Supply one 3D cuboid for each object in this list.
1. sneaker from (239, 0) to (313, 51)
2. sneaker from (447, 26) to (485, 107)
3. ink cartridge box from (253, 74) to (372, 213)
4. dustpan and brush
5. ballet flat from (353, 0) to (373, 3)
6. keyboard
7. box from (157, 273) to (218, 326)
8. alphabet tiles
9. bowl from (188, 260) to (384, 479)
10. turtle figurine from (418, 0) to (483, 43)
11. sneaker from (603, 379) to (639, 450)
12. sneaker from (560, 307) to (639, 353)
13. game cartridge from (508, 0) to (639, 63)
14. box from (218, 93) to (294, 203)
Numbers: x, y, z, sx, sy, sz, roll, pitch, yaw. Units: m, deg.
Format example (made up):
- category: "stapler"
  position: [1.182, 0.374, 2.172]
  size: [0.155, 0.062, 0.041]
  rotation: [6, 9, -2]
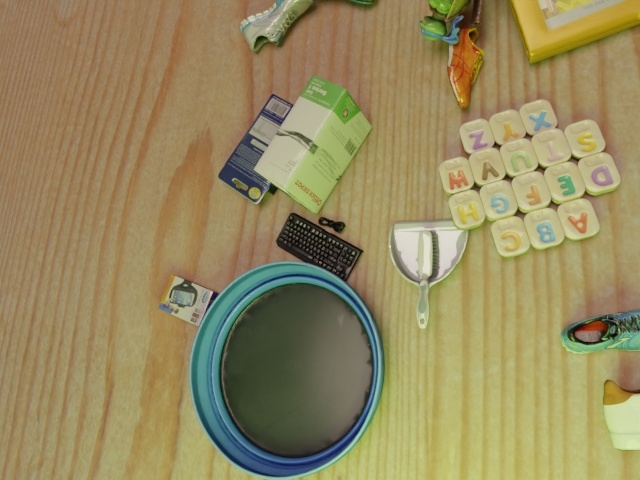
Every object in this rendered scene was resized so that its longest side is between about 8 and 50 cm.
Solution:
- category: "sneaker"
  position: [-0.093, -0.498, 1.291]
  size: [0.190, 0.071, 0.083]
  rotation: [-25, 74, 23]
- category: "sneaker"
  position: [0.282, -0.340, 1.083]
  size: [0.067, 0.064, 0.175]
  rotation: [-4, 74, 25]
- category: "ink cartridge box"
  position: [-0.011, -0.183, 1.108]
  size: [0.092, 0.160, 0.219]
  rotation: [32, 88, 28]
- category: "dustpan and brush"
  position: [0.190, 0.055, 1.010]
  size: [0.147, 0.060, 0.211]
  rotation: [-3, 74, 22]
- category: "ballet flat"
  position: [0.034, -0.579, 1.249]
  size: [0.206, 0.073, 0.067]
  rotation: [18, 126, 20]
- category: "keyboard"
  position: [0.000, 0.000, 1.128]
  size: [0.180, 0.023, 0.108]
  rotation: [29, 88, 26]
- category: "box"
  position: [-0.279, 0.132, 1.205]
  size: [0.136, 0.028, 0.081]
  rotation: [17, 82, 28]
- category: "alphabet tiles"
  position: [0.362, -0.117, 0.996]
  size: [0.284, 0.021, 0.278]
  rotation: [-15, 67, 13]
- category: "bowl"
  position: [-0.063, 0.237, 1.057]
  size: [0.390, 0.077, 0.392]
  rotation: [-7, 72, 21]
- category: "turtle figurine"
  position: [0.205, -0.532, 1.037]
  size: [0.275, 0.197, 0.266]
  rotation: [52, 128, 30]
- category: "sneaker"
  position: [0.552, 0.216, 0.787]
  size: [0.290, 0.106, 0.123]
  rotation: [-14, 73, 20]
- category: "sneaker"
  position: [0.458, 0.142, 0.867]
  size: [0.162, 0.073, 0.064]
  rotation: [-17, 69, 17]
- category: "game cartridge"
  position: [0.497, -0.513, 1.012]
  size: [0.323, 0.052, 0.286]
  rotation: [-18, 84, 17]
- category: "box"
  position: [-0.114, -0.196, 1.224]
  size: [0.136, 0.036, 0.225]
  rotation: [34, 89, 27]
